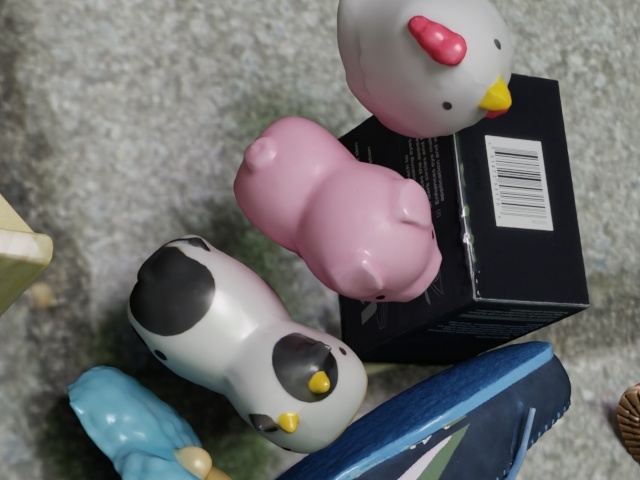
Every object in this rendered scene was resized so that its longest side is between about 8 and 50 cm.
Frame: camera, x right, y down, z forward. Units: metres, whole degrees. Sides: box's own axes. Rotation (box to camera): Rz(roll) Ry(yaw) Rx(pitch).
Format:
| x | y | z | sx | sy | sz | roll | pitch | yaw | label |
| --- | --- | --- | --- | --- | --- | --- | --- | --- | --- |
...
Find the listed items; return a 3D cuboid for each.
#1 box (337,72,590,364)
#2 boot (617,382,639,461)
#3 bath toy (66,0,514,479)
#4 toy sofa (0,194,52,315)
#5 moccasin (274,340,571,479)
| x | y | z | sx | sy | sz | roll | pitch | yaw | label |
| --- | --- | --- | --- | --- | --- | --- | --- | --- | --- |
| 0.085 | -0.012 | 1.093 | 0.093 | 0.158 | 0.156 | 5 | 71 | -29 | box |
| 0.279 | 0.140 | 1.226 | 0.158 | 0.059 | 0.085 | 43 | 53 | -22 | boot |
| 0.000 | 0.000 | 0.961 | 0.151 | 0.129 | 0.348 | 34 | 91 | -10 | bath toy |
| -0.249 | -0.137 | 0.939 | 0.177 | 0.150 | 0.362 | 7 | 69 | -25 | toy sofa |
| 0.027 | 0.187 | 1.023 | 0.342 | 0.138 | 0.117 | -34 | 96 | -21 | moccasin |
